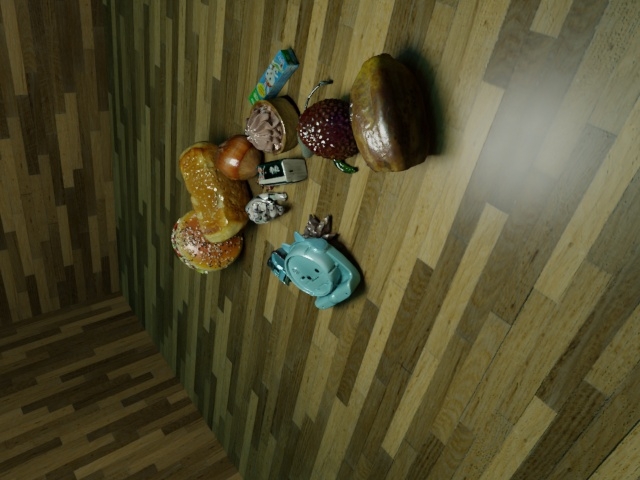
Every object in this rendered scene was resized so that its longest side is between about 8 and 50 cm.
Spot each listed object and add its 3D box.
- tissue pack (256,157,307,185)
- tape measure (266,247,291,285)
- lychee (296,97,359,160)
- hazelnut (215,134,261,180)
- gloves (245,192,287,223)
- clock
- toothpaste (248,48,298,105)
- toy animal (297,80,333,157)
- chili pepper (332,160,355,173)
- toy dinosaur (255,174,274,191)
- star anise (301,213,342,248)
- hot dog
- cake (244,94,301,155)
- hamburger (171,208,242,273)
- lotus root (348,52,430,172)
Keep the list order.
[{"bbox_3d":[-0.136,-0.239,1.674,0.170,0.103,0.091,4,102,50],"label":"tissue pack"},{"bbox_3d":[-0.120,0.087,1.762,0.146,0.125,0.081,41,136,18],"label":"tape measure"},{"bbox_3d":[0.025,-0.320,1.383,0.188,0.188,0.188,23,121,45],"label":"lychee"},{"bbox_3d":[-0.307,-0.308,1.815,0.182,0.182,0.182,23,121,45],"label":"hazelnut"},{"bbox_3d":[-0.196,-0.119,1.792,0.212,0.127,0.111,24,131,49],"label":"gloves"},{"bbox_3d":[-0.019,0.096,1.591,0.274,0.094,0.223,43,141,-5],"label":"clock"},{"bbox_3d":[-0.164,-0.540,1.636,0.266,0.050,0.065,-35,79,52],"label":"toothpaste"},{"bbox_3d":[-0.030,-0.383,1.507,0.070,0.079,0.253,41,131,43],"label":"toy animal"},{"bbox_3d":[0.064,-0.236,1.483,0.118,0.035,0.055,55,156,28],"label":"chili pepper"},{"bbox_3d":[-0.212,-0.224,1.816,0.055,0.049,0.154,-54,41,7],"label":"toy dinosaur"},{"bbox_3d":[0.000,0.000,1.630,0.182,0.065,0.195,33,120,33],"label":"star anise"},{"bbox_3d":[-0.400,-0.195,1.926,0.185,0.223,0.405,-23,84,32],"label":"hot dog"},{"bbox_3d":[-0.183,-0.387,1.620,0.185,0.178,0.208,-46,65,50],"label":"cake"},{"bbox_3d":[-0.480,-0.002,2.046,0.176,0.300,0.300,-21,87,68],"label":"hamburger"},{"bbox_3d":[0.165,-0.316,1.211,0.193,0.193,0.291,-5,100,52],"label":"lotus root"}]
